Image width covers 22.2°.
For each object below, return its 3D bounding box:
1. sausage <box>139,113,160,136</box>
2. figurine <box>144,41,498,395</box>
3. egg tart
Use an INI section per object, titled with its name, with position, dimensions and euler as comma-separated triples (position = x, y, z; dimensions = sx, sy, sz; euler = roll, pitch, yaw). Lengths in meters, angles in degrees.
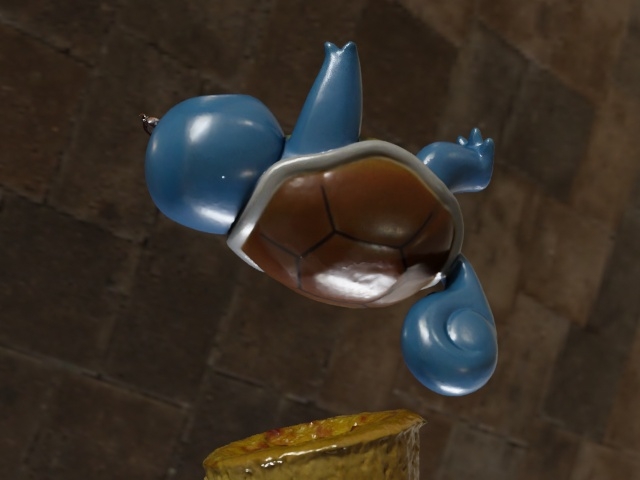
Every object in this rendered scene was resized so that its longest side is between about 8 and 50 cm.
[sausage]
position = -0.145, -0.092, 2.006
dimensions = 0.198, 0.025, 0.028
euler = 39, 52, -2
[figurine]
position = 0.024, -0.020, 1.678
dimensions = 0.416, 0.298, 0.243
euler = 36, 49, -1
[egg tart]
position = 0.007, 0.234, 1.424
dimensions = 0.202, 0.202, 0.147
euler = -13, 88, -46
